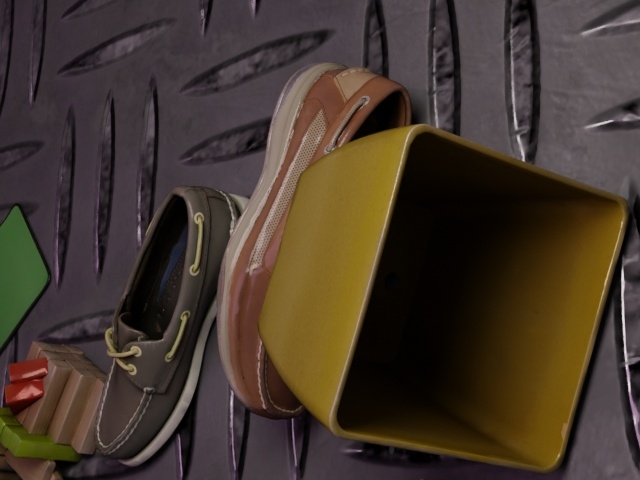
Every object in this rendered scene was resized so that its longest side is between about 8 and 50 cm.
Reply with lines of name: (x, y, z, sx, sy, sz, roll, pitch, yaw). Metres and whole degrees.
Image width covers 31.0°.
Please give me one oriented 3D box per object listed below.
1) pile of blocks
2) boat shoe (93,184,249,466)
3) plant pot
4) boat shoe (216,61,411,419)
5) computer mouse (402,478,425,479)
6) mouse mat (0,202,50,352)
pile of blocks: (-0.373, 0.259, 1.294, 0.362, 0.113, 0.149, -49, 49, 23)
boat shoe: (-0.165, 0.085, 1.155, 0.109, 0.091, 0.305, 34, 102, 44)
plant pot: (0.070, 0.037, 0.875, 0.187, 0.212, 0.212, 13, 87, 58)
boat shoe: (0.000, 0.000, 1.003, 0.116, 0.123, 0.324, 9, 87, 43)
computer mouse: (0.106, 0.269, 0.867, 0.262, 0.060, 0.184, -26, 65, 50)
mouse mat: (-0.408, 0.064, 1.459, 0.189, 0.007, 0.152, -50, 49, 20)
